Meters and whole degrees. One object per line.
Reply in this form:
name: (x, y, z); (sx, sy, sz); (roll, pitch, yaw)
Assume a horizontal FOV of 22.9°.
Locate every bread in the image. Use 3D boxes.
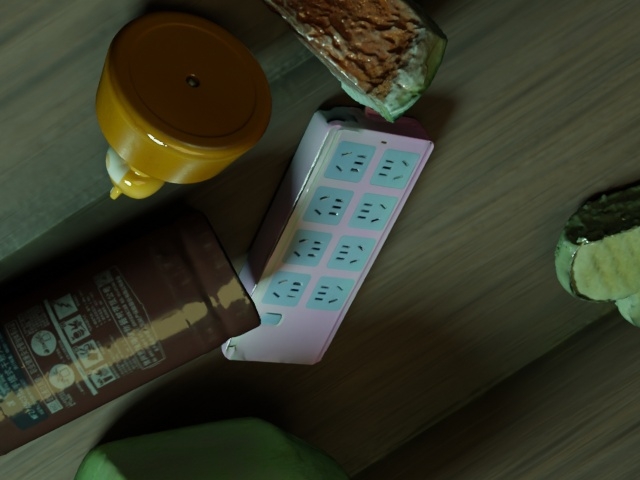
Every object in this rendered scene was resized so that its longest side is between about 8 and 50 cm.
bread: (0.327, 0.001, 1.549); (0.232, 0.064, 0.172); (21, 115, -40)

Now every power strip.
power strip: (0.000, 0.000, 1.397); (0.109, 0.037, 0.279); (7, 123, -32)

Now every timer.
timer: (-0.127, -0.082, 1.227); (0.132, 0.132, 0.152); (2, 150, -29)

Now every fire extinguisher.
fire extinguisher: (-0.227, 0.088, 1.309); (0.337, 0.114, 0.135); (-28, 90, -5)

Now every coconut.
coconut: (-0.115, 0.317, 1.435); (0.328, 0.281, 0.328); (-13, 124, -21)

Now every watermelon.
watermelon: (0.028, -0.173, 1.266); (0.158, 0.121, 0.098); (38, 90, 2)
